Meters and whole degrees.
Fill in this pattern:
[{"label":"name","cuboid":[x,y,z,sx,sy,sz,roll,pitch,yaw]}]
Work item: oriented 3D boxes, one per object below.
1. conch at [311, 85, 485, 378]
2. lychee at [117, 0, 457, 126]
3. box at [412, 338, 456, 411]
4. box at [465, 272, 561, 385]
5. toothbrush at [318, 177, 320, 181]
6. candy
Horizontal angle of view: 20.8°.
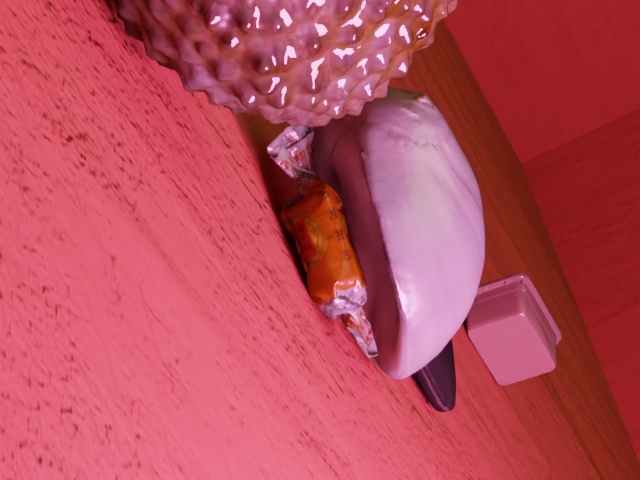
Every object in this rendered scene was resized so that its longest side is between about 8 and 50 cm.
[{"label":"conch","cuboid":[0.061,-0.011,1.296,0.185,0.121,0.221,9,66,-74]},{"label":"lychee","cuboid":[-0.021,-0.208,1.064,0.255,0.255,0.274,-90,172,-67]},{"label":"box","cuboid":[0.072,0.023,1.499,0.201,0.042,0.212,-89,159,-48]},{"label":"box","cuboid":[0.215,0.104,1.964,0.122,0.089,0.062,57,23,-36]},{"label":"toothbrush","cuboid":[0.018,-0.075,1.558,0.294,0.028,0.026,-81,149,-74]},{"label":"candy","cuboid":[0.000,0.000,1.243,0.053,0.046,0.182,41,30,-73]}]
